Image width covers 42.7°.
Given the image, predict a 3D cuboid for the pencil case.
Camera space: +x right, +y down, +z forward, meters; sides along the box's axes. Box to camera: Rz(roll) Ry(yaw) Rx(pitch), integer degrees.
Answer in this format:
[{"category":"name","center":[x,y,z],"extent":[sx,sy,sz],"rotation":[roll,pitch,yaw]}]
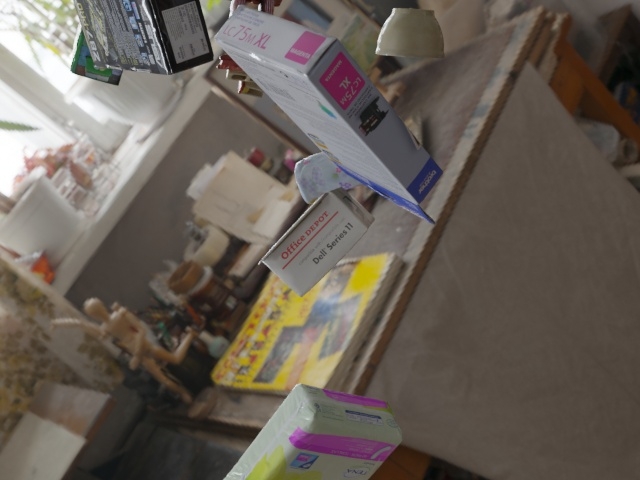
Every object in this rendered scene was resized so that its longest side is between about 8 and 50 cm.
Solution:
[{"category":"pencil case","center":[0.069,-0.183,2.107],"extent":[0.273,0.124,0.113],"rotation":[-19,30,17]}]

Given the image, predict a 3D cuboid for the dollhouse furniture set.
[{"category":"dollhouse furniture set","center":[-0.202,-0.529,2.202],"extent":[0.374,0.152,0.202],"rotation":[166,108,-78]}]

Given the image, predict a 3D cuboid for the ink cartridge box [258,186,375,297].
[{"category":"ink cartridge box","center":[0.000,0.000,1.749],"extent":[0.207,0.119,0.353],"rotation":[-46,-1,9]}]

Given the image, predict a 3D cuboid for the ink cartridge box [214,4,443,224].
[{"category":"ink cartridge box","center":[0.027,-0.146,0.984],"extent":[0.065,0.311,0.185],"rotation":[-51,46,-6]}]

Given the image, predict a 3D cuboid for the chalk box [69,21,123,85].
[{"category":"chalk box","center":[-0.575,-0.505,2.147],"extent":[0.213,0.132,0.132],"rotation":[-102,33,-45]}]

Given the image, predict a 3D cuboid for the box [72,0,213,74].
[{"category":"box","center":[-0.329,-0.469,1.301],"extent":[0.097,0.395,0.318],"rotation":[-29,27,-31]}]

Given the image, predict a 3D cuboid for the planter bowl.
[{"category":"planter bowl","center":[0.212,-0.485,1.907],"extent":[0.162,0.162,0.109],"rotation":[-141,51,-66]}]

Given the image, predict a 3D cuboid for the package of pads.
[{"category":"package of pads","center":[-0.014,0.404,1.503],"extent":[0.297,0.229,0.101],"rotation":[-53,39,23]}]
